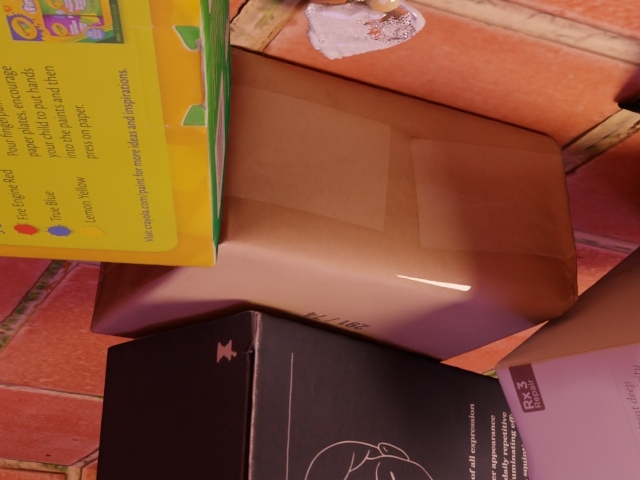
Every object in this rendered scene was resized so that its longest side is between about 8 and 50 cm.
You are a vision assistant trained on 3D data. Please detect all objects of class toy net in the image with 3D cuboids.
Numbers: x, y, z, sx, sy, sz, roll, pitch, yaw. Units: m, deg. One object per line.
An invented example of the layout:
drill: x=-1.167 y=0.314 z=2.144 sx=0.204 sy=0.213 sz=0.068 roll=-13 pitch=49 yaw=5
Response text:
toy net: x=0.072 y=-0.177 z=0.799 sx=0.122 sy=0.045 sz=0.232 roll=10 pitch=160 yaw=-24

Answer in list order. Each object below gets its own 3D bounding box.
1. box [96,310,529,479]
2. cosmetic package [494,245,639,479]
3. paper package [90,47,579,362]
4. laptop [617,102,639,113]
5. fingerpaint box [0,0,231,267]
box: x=0.010 y=0.258 z=1.139 sx=0.212 sy=0.294 sz=0.395 roll=-15 pitch=154 yaw=43
cosmetic package: x=0.324 y=0.125 z=1.085 sx=0.156 sy=0.217 sz=0.385 roll=-16 pitch=-171 yaw=37
paper package: x=0.000 y=0.000 z=1.098 sx=0.324 sy=0.168 sz=0.309 roll=12 pitch=157 yaw=-25
laptop: x=0.403 y=-0.130 z=0.924 sx=0.234 sy=0.137 sz=0.264 roll=11 pitch=132 yaw=-22
fingerpaint box: x=-0.236 y=-0.160 z=0.665 sx=0.371 sy=0.163 sz=0.445 roll=3 pitch=153 yaw=-1
